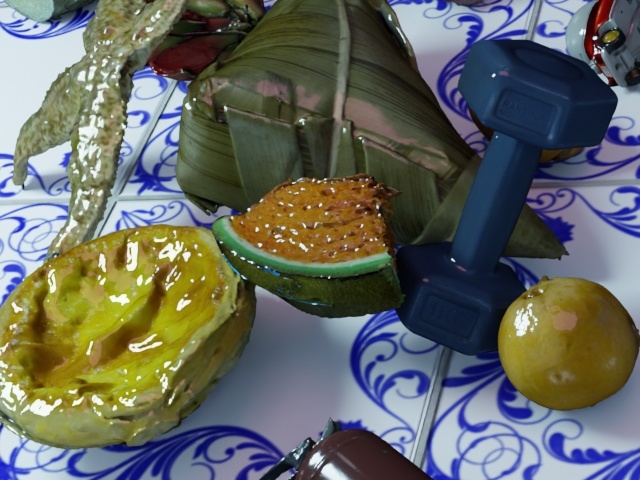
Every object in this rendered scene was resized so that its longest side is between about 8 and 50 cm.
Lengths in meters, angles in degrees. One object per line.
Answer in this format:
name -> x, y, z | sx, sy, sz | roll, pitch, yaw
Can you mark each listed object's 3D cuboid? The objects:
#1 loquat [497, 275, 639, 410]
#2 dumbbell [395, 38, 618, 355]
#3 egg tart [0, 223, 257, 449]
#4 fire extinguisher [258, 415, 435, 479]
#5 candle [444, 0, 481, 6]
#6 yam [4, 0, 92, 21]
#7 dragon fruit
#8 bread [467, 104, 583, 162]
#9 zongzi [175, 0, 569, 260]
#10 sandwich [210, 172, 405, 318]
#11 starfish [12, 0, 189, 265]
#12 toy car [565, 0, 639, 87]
loquat -> 0.249, 0.101, 1.608 | 0.141, 0.141, 0.141 | -11, 39, 9
dumbbell -> 0.180, -0.042, 1.651 | 0.144, 0.316, 0.156 | 10, 24, -19
egg tart -> -0.210, 0.115, 1.764 | 0.341, 0.132, 0.341 | -11, 37, 9
fire extinguisher -> 0.064, 0.271, 1.489 | 0.135, 0.114, 0.337 | -53, 44, -1
candle -> 0.220, -0.488, 2.249 | 0.287, 0.316, 0.131 | 7, 15, -41
yam -> -0.374, -0.436, 2.493 | 0.254, 0.154, 0.154 | -27, 39, -18
dragon fruit -> -0.166, -0.331, 2.203 | 0.234, 0.233, 0.293 | -40, 26, -26
bread -> 0.247, -0.142, 1.943 | 0.114, 0.077, 0.189 | 0, 30, -31
zongzi -> 0.114, -0.152, 1.984 | 0.467, 0.218, 0.500 | 21, 36, 7
sandwich -> -0.007, 0.009, 1.696 | 0.235, 0.079, 0.159 | -1, 46, 27
starfish -> -0.302, -0.173, 2.035 | 0.324, 0.082, 0.432 | 13, 79, 55
toy car -> 0.361, -0.257, 2.031 | 0.112, 0.112, 0.139 | -1, 48, 43
